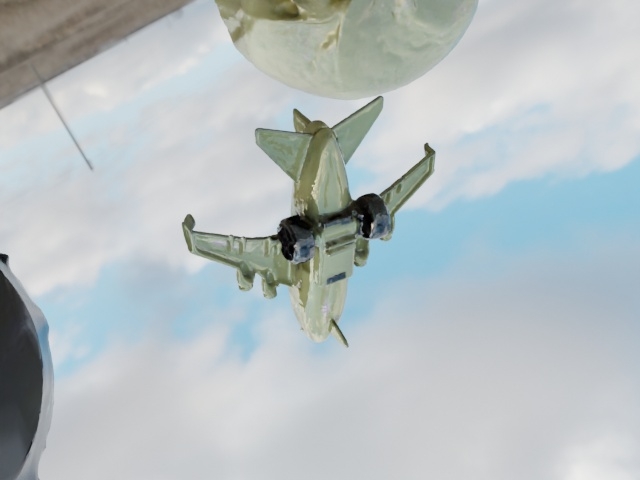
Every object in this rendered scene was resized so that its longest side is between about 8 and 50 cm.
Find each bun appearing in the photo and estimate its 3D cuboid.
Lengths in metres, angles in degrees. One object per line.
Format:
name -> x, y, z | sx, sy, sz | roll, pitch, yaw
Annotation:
bun -> 0.015, -0.331, 0.939 | 0.361, 0.361, 0.213 | -14, -164, 34

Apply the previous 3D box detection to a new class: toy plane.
toy plane -> 0.000, 0.000, 0.701 | 0.229, 0.244, 0.092 | -19, -142, -22

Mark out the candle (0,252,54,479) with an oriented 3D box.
candle -> -0.322, 0.106, 0.541 | 0.342, 0.221, 0.221 | -18, -161, 50
